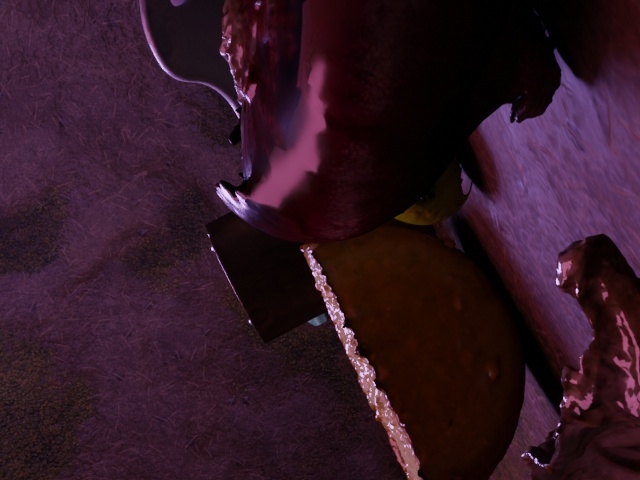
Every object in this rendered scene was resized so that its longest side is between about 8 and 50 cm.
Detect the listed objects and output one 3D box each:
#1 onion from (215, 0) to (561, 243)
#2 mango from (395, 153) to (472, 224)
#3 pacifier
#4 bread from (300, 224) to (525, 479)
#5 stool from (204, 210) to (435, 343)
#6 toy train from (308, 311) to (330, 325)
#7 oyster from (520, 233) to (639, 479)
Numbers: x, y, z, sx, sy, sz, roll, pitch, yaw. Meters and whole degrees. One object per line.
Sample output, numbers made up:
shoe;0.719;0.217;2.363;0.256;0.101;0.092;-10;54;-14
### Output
onion;0.043;-0.126;0.621;0.272;0.195;0.271;-172;90;-80
mango;0.070;-0.088;1.031;0.119;0.100;0.178;62;-173;-48
pacifier;-0.042;-0.242;1.163;0.226;0.238;0.287;13;163;42
bread;0.122;0.110;1.203;0.194;0.179;0.340;80;165;-76
stool;0.000;0.000;1.472;0.179;0.264;0.179;62;177;6
toy train;0.010;-0.009;1.938;0.300;0.202;0.120;62;-178;-3
oyster;0.230;0.160;0.666;0.204;0.111;0.396;40;164;33
